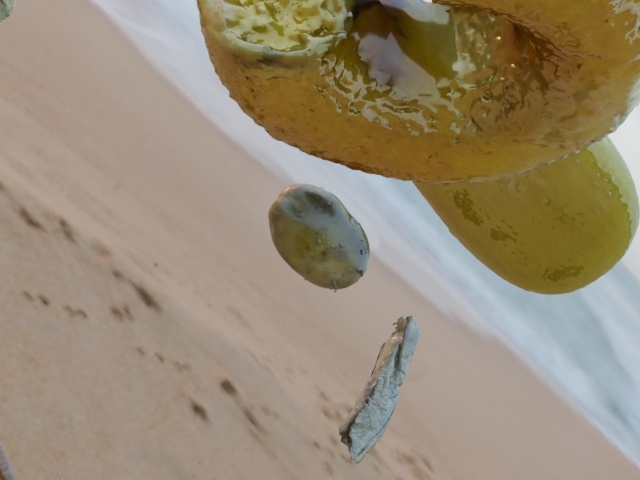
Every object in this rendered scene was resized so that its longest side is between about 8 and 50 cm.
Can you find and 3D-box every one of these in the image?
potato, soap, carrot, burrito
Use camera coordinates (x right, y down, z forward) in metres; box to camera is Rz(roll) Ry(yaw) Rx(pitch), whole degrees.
[{"bbox_3d":[0.000,0.000,1.153,0.138,0.091,0.070,47,16,-29],"label":"potato"},{"bbox_3d":[0.275,-0.108,1.547,0.427,0.306,0.115,48,39,8],"label":"soap"},{"bbox_3d":[-0.585,0.366,1.847,0.216,0.048,0.048,54,13,15],"label":"carrot"},{"bbox_3d":[0.087,0.217,1.535,0.063,0.229,0.058,18,-10,29],"label":"burrito"}]

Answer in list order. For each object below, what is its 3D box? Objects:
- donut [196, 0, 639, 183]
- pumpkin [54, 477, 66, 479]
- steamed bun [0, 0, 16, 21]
[{"bbox_3d":[0.118,-0.179,0.878,0.377,0.435,0.163,25,59,-36],"label":"donut"},{"bbox_3d":[-0.419,0.478,1.665,0.150,0.194,0.194,50,12,-4],"label":"pumpkin"},{"bbox_3d":[-0.416,-0.245,1.077,0.192,0.177,0.106,31,-10,0],"label":"steamed bun"}]
